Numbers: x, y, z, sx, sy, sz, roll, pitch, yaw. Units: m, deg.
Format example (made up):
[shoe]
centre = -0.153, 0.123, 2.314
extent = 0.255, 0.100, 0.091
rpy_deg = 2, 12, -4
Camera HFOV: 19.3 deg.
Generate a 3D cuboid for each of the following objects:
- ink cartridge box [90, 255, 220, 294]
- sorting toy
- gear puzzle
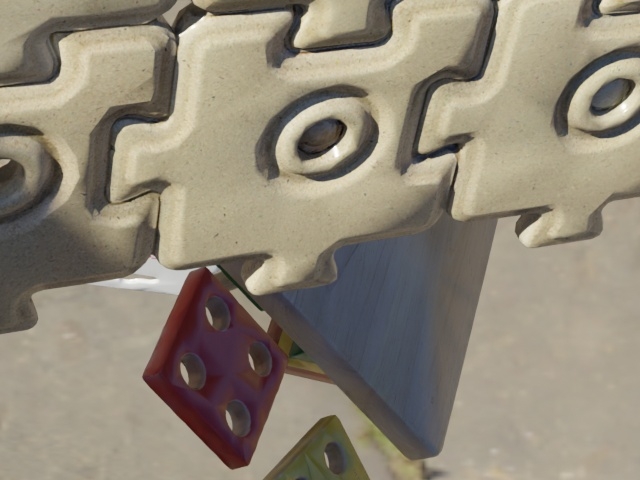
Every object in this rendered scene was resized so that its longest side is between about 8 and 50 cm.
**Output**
[ink cartridge box]
centre = -0.096, -0.034, 1.094
extent = 0.104, 0.180, 0.060
rpy_deg = 8, 62, -16
[sorting toy]
centre = 0.000, 0.000, 0.675
extent = 0.132, 0.046, 0.274
rpy_deg = 47, 41, -30
[gear puzzle]
centre = -0.045, -0.057, 0.421
extent = 0.339, 0.175, 0.044
rpy_deg = -9, 46, -20
